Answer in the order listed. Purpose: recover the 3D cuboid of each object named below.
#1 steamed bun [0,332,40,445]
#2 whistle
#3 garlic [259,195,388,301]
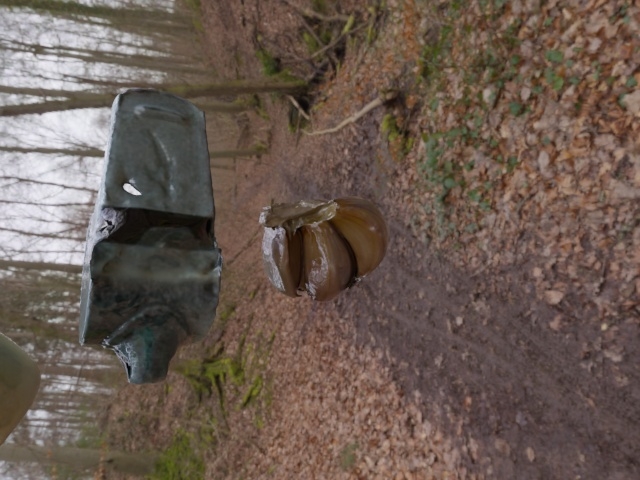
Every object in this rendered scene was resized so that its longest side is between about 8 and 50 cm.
[{"bbox_3d":[-0.535,0.208,0.565,0.290,0.273,0.273,45,-135,-39],"label":"steamed bun"},{"bbox_3d":[-0.241,-0.014,0.678,0.188,0.168,0.406,22,104,59],"label":"whistle"},{"bbox_3d":[0.000,0.000,0.822,0.160,0.213,0.191,-119,14,-59],"label":"garlic"}]
